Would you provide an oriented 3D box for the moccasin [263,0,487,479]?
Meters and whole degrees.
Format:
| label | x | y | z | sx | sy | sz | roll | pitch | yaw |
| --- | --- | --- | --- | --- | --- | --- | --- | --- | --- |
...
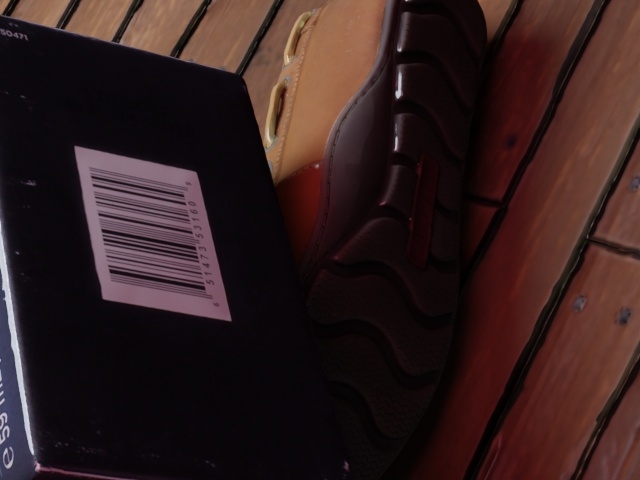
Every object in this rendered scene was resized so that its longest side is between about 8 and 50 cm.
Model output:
| label | x | y | z | sx | sy | sz | roll | pitch | yaw |
| --- | --- | --- | --- | --- | --- | --- | --- | --- | --- |
| moccasin | -0.002 | -0.001 | 1.095 | 0.147 | 0.139 | 0.380 | -18 | 55 | 42 |

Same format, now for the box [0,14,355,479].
| label | x | y | z | sx | sy | sz | roll | pitch | yaw |
| --- | --- | --- | --- | --- | --- | --- | --- | --- | --- |
| box | -0.156 | 0.092 | 0.983 | 0.294 | 0.183 | 0.296 | -52 | 40 | 37 |
